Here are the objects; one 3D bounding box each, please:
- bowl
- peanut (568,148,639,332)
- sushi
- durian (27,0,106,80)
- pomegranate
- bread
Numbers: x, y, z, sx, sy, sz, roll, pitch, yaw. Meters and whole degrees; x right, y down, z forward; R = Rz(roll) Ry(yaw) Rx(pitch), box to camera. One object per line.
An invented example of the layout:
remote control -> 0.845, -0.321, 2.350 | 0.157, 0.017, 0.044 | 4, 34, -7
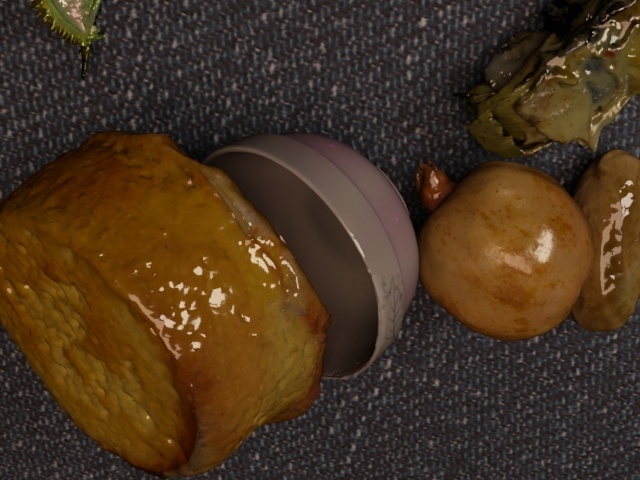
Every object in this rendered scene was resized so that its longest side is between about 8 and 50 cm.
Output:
bowl -> 0.000, 0.000, 0.893 | 0.287, 0.144, 0.287 | 29, 136, 33
peanut -> 0.347, 0.002, 0.954 | 0.108, 0.095, 0.225 | -9, 106, -31
sushi -> 0.293, -0.200, 0.875 | 0.291, 0.131, 0.139 | -42, 127, 7
durian -> -0.276, -0.291, 0.870 | 0.100, 0.086, 0.215 | 12, 107, -18
pomegranate -> 0.205, 0.011, 0.895 | 0.207, 0.207, 0.207 | 0, 109, 1
bread -> -0.176, 0.075, 0.855 | 0.398, 0.215, 0.398 | 25, 135, 28
